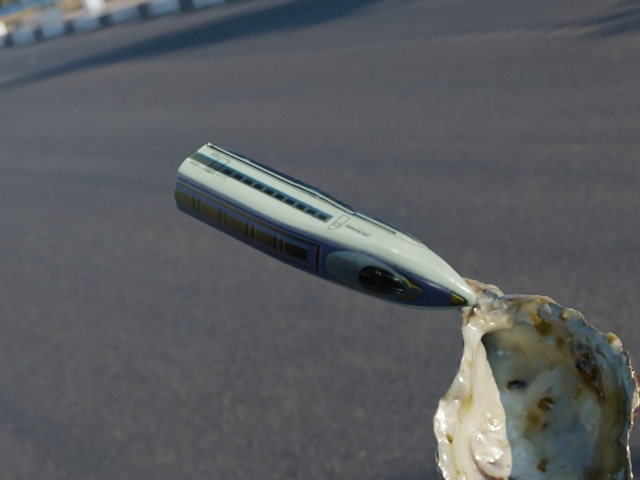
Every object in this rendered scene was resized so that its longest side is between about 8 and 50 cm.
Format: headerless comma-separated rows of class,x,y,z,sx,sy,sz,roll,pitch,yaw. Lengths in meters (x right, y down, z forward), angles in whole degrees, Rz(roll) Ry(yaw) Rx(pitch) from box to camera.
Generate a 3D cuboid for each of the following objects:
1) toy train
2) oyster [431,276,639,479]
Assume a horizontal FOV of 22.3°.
toy train,0.001,0.000,1.212,0.252,0.055,0.048,25,38,27
oyster,0.219,0.177,1.569,0.204,0.111,0.396,-13,56,18
